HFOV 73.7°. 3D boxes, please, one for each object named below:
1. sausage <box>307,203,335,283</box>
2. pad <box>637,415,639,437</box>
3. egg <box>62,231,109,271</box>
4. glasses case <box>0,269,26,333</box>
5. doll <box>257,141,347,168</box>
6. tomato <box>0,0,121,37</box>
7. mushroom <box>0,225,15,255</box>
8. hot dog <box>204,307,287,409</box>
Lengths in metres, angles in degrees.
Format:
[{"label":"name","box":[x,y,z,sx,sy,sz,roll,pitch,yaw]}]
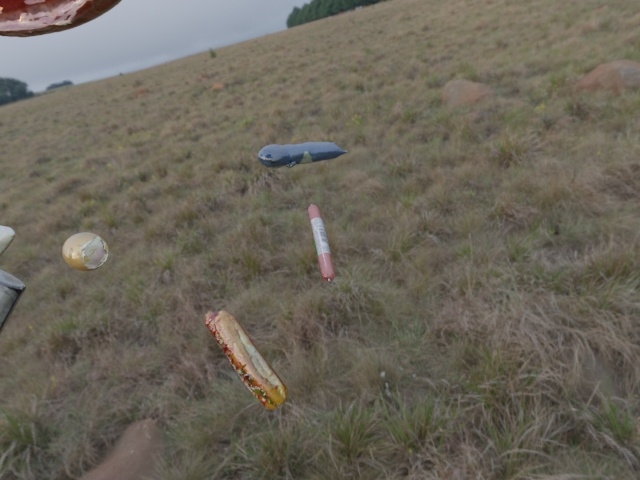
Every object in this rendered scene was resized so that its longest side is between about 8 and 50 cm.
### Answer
[{"label":"sausage","box":[0.000,0.000,0.894,0.029,0.029,0.223,-15,49,2]},{"label":"pad","box":[0.363,0.283,0.333,0.002,0.266,0.176,-20,-6,-6]},{"label":"egg","box":[-0.475,0.021,0.859,0.096,0.080,0.080,10,36,30]},{"label":"glasses case","box":[-0.533,0.178,0.599,0.114,0.299,0.060,25,-5,6]},{"label":"doll","box":[-0.021,-0.109,0.536,0.125,0.027,0.037,-12,30,-31]},{"label":"tomato","box":[-0.197,-0.249,0.241,0.237,0.236,0.095,-13,36,6]},{"label":"mushroom","box":[-0.628,0.059,0.759,0.084,0.071,0.209,38,93,31]},{"label":"hot dog","box":[-0.093,0.144,0.525,0.038,0.144,0.062,-36,-8,-19]}]
